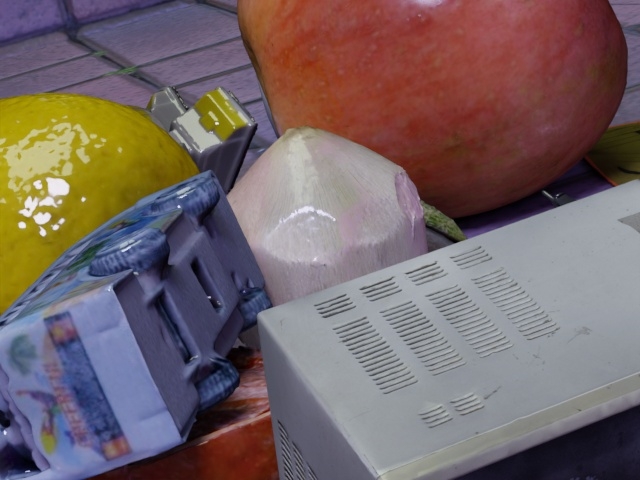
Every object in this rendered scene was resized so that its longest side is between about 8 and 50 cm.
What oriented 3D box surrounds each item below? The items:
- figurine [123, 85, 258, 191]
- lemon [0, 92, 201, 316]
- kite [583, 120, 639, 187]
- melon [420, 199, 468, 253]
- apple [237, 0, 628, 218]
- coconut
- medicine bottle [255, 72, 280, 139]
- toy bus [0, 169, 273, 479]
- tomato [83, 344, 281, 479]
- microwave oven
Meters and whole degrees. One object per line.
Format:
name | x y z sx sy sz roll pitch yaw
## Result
figurine | -0.223 -0.074 1.817 0.308 0.143 0.308 -23 1 0
lemon | -0.220 0.008 1.368 0.319 0.245 0.245 1 22 38
kite | 0.370 -0.092 1.625 0.377 0.013 0.327 2 23 41
melon | 0.045 -0.008 1.466 0.182 0.098 0.054 -4 32 30
apple | 0.093 -0.191 1.593 0.363 0.364 0.364 -13 16 4
coconut | 0.000 0.000 1.318 0.170 0.183 0.171 -9 17 3
medicine bottle | 0.047 -0.235 1.936 0.240 0.253 0.252 -12 16 3
toy bus | -0.119 0.048 1.093 0.136 0.109 0.330 -24 9 11
tomato | -0.092 0.141 1.090 0.236 0.095 0.237 -14 13 3
microwave oven | 0.108 0.091 0.950 0.240 0.145 0.194 -19 34 -17
